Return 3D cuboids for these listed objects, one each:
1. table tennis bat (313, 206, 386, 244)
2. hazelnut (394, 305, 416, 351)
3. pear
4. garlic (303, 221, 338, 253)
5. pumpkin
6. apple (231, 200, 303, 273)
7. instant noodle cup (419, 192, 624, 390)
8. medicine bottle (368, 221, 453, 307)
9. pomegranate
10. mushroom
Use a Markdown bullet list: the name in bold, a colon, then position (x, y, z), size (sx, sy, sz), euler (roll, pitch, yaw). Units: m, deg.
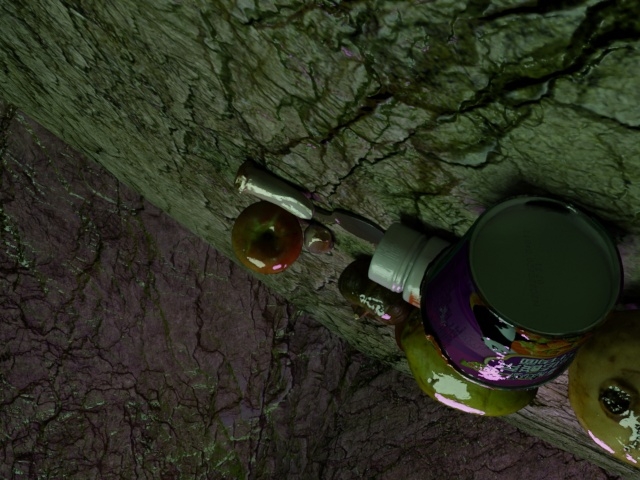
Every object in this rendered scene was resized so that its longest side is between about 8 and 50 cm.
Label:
- **table tennis bat**: position (0.060, -0.041, 1.328), size (0.234, 0.022, 0.131), euler (21, 165, 29)
- **hazelnut**: position (0.302, 0.262, 1.587), size (0.203, 0.178, 0.178), euler (25, 166, 24)
- **pear**: position (0.333, 0.253, 1.266), size (0.321, 0.269, 0.269), euler (24, 169, -13)
- **garlic**: position (-0.005, 0.006, 1.540), size (0.084, 0.066, 0.152), euler (25, 164, 16)
- **pumpkin**: position (0.144, 0.151, 1.550), size (0.218, 0.162, 0.219), euler (33, 166, 9)
- **apple**: position (-0.142, -0.009, 1.522), size (0.195, 0.196, 0.196), euler (29, 167, 7)
- **instant noodle cup**: position (0.272, 0.063, 0.780), size (0.251, 0.251, 0.190), euler (28, 158, 12)
- **medicine bottle**: position (0.227, 0.070, 1.087), size (0.252, 0.145, 0.144), euler (29, 167, 16)
- **pomegranate**: position (0.495, 0.215, 0.831), size (0.260, 0.261, 0.260), euler (29, 167, 7)
- **mushroom**: position (-0.104, -0.113, 1.321), size (0.209, 0.071, 0.084), euler (26, 138, 8)
